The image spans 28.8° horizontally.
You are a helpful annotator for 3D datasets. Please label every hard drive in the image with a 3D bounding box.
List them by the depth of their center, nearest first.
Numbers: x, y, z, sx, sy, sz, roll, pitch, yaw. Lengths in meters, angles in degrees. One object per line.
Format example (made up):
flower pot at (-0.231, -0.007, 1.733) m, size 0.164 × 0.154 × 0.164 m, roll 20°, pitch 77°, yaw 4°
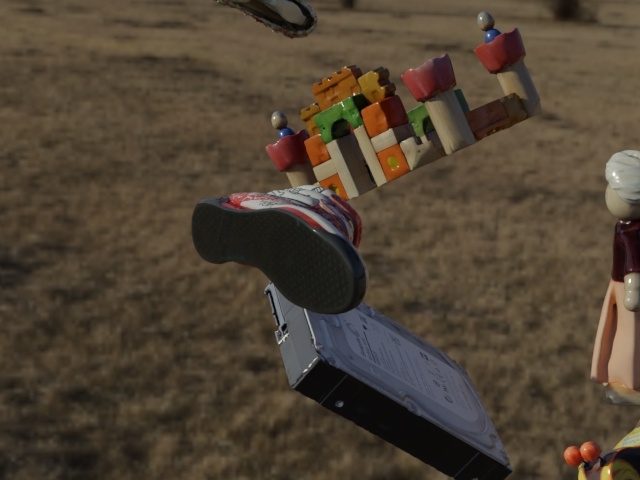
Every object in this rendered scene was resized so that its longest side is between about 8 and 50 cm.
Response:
hard drive at (0.087, 0.175, 1.625) m, size 0.339 × 0.064 × 0.237 m, roll 32°, pitch 19°, yaw -26°

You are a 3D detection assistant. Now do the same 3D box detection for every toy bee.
toy bee at (0.352, 0.254, 1.352) m, size 0.195 × 0.162 × 0.298 m, roll -36°, pitch 10°, yaw 31°

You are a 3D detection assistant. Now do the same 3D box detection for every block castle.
block castle at (0.135, -0.225, 2.227) m, size 0.303 × 0.213 × 0.453 m, roll -26°, pitch 2°, yaw -44°

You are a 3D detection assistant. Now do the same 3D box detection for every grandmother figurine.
grandmother figurine at (0.422, 0.048, 1.693) m, size 0.104 × 0.343 × 0.208 m, roll -1°, pitch 11°, yaw 5°

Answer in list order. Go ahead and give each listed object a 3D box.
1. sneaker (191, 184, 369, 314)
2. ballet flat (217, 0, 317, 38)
sneaker at (0.000, -0.001, 1.223) m, size 0.145 × 0.090 × 0.270 m, roll -9°, pitch 16°, yaw -35°
ballet flat at (-0.100, -0.398, 2.005) m, size 0.241 × 0.091 × 0.077 m, roll 21°, pitch 7°, yaw -29°
